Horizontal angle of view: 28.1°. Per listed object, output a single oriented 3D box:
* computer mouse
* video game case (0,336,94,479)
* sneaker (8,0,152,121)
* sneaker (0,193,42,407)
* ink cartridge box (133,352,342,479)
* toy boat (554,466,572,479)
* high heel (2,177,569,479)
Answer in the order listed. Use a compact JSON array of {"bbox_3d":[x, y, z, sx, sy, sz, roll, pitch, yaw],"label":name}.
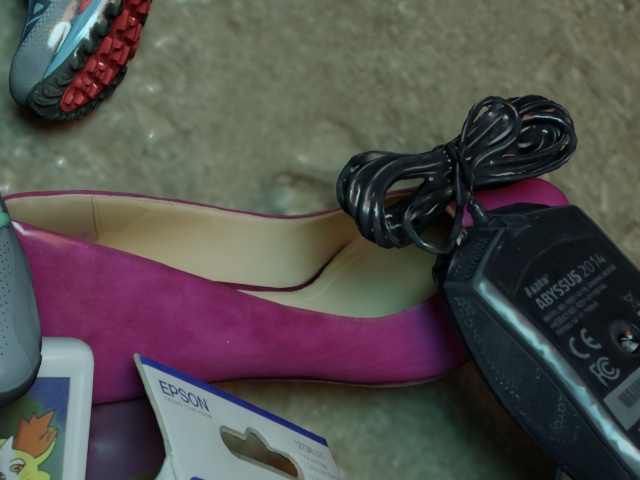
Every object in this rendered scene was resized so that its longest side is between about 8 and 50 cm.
[{"bbox_3d":[0.137,0.049,0.707,0.188,0.072,0.272,-24,68,-39],"label":"computer mouse"},{"bbox_3d":[-0.258,0.201,0.545,0.300,0.036,0.329,3,97,-24],"label":"video game case"},{"bbox_3d":[-0.155,-0.189,0.769,0.125,0.104,0.261,14,64,-2],"label":"sneaker"},{"bbox_3d":[-0.173,-0.039,0.533,0.083,0.098,0.223,-16,68,-35],"label":"sneaker"},{"bbox_3d":[0.003,0.232,0.564,0.176,0.069,0.371,35,26,-50],"label":"ink cartridge box"},{"bbox_3d":[0.164,0.203,0.770,0.318,0.148,0.267,-4,81,-34],"label":"toy boat"},{"bbox_3d":[0.000,0.000,0.708,0.377,0.181,0.127,-27,44,-28],"label":"high heel"}]
